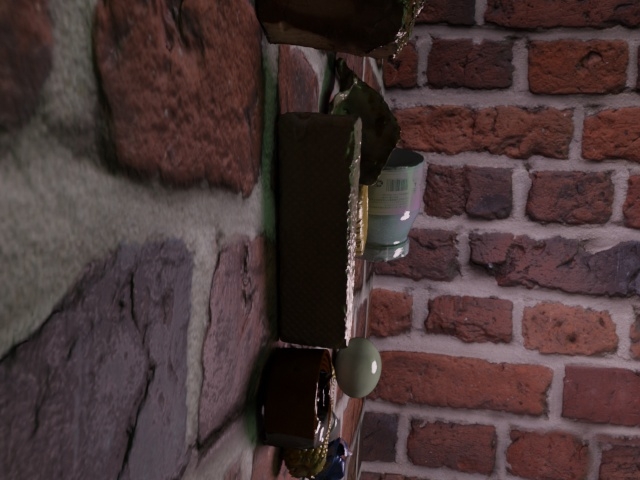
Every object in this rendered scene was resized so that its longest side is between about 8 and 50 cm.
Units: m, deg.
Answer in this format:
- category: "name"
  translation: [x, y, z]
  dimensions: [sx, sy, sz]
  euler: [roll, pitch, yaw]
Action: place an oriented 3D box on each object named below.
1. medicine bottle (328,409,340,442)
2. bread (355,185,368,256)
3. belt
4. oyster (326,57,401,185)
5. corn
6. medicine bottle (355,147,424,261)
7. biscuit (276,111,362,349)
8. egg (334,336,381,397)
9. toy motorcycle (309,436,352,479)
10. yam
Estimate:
- category: "medicine bottle"
  translation: [0.002, 0.438, 1.413]
  dimensions: [0.130, 0.080, 0.080]
  euler: [74, 22, -61]
- category: "bread"
  translation: [0.065, -0.064, 1.507]
  dimensions: [0.140, 0.106, 0.236]
  euler: [-77, 167, -46]
- category: "belt"
  translation: [-0.036, 0.291, 1.088]
  dimensions: [0.261, 0.105, 0.184]
  euler: [34, 58, -82]
- category: "oyster"
  translation: [0.092, -0.271, 1.432]
  dimensions: [0.111, 0.204, 0.396]
  euler: [-38, -148, 50]
- category: "corn"
  translation: [-0.019, 0.368, 1.241]
  dimensions: [0.091, 0.091, 0.260]
  euler: [40, 40, -25]
- category: "medicine bottle"
  translation: [0.165, -0.107, 1.688]
  dimensions: [0.245, 0.244, 0.290]
  euler: [-64, 158, -65]
- category: "biscuit"
  translation: [-0.007, -0.012, 1.038]
  dimensions: [0.078, 0.143, 0.426]
  euler: [-56, 150, -68]
- category: "egg"
  translation: [0.117, 0.401, 1.854]
  dimensions: [0.149, 0.149, 0.192]
  euler: [-29, 125, -78]
- category: "toy motorcycle"
  translation: [0.020, 0.566, 1.465]
  dimensions: [0.076, 0.114, 0.205]
  euler: [70, 25, -68]
- category: "yam"
  translation: [0.026, -0.335, 0.847]
  dimensions: [0.129, 0.238, 0.128]
  euler: [-50, 149, -62]
